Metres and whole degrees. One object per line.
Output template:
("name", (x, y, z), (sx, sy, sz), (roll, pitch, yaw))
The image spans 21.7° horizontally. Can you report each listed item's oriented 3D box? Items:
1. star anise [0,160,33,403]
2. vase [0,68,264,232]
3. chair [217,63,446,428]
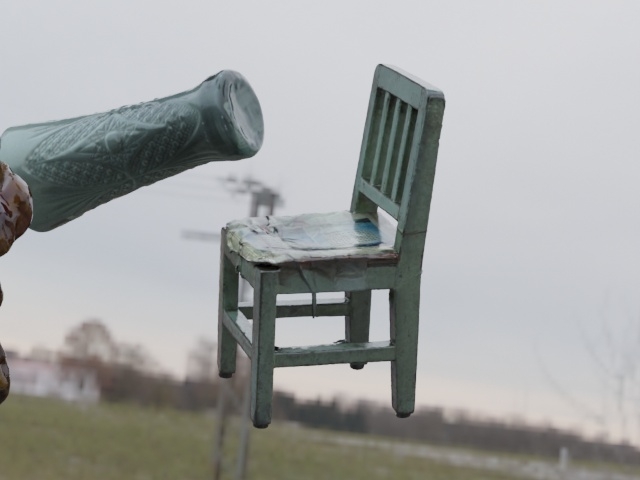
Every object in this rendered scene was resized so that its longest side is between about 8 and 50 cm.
("star anise", (-0.242, 0.008, 1.029), (0.111, 0.196, 0.212), (-6, -37, 42))
("vase", (-0.155, -0.078, 1.393), (0.219, 0.096, 0.096), (-15, -18, 24))
("chair", (0.000, 0.000, 1.337), (0.147, 0.271, 0.136), (-1, 17, -17))
